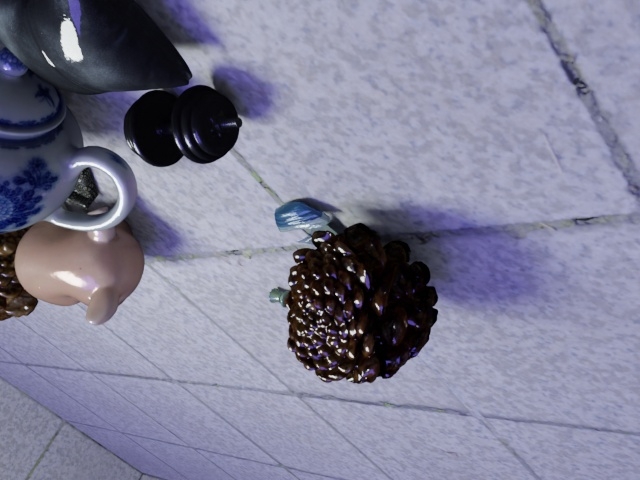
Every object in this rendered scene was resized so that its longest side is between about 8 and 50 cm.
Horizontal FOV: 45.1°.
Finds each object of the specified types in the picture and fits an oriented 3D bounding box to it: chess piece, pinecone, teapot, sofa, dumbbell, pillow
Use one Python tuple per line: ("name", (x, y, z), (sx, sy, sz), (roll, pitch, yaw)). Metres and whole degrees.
("chess piece", (-0.052, 0.103, 1.328), (0.093, 0.042, 0.042), (16, 150, 36))
("pinecone", (0.059, 0.085, 1.045), (0.221, 0.221, 0.221), (21, 151, 13))
("teapot", (-0.448, -0.151, 1.064), (0.424, 0.252, 0.280), (31, 128, -6))
("sofa", (-0.422, -0.106, 1.308), (0.060, 0.039, 0.118), (22, 151, 10))
("dumbbell", (-0.177, -0.143, 0.972), (0.208, 0.099, 0.099), (3, 142, 39))
("pillow", (-0.289, -0.239, 0.910), (0.250, 0.106, 0.186), (5, 152, 43))
("pinecone", (-0.655, 0.042, 1.555), (0.244, 0.244, 0.309), (39, 165, -18))

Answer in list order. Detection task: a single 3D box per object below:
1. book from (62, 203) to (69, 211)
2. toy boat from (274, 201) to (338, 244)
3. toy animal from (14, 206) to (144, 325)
("book", (-0.566, -0.099, 1.472), (0.182, 0.014, 0.127), (18, 150, 19))
("toy boat", (0.001, -0.006, 1.105), (0.149, 0.034, 0.105), (34, 153, -9))
("toy animal", (-0.420, 0.044, 1.395), (0.256, 0.195, 0.213), (-3, 180, 28))
